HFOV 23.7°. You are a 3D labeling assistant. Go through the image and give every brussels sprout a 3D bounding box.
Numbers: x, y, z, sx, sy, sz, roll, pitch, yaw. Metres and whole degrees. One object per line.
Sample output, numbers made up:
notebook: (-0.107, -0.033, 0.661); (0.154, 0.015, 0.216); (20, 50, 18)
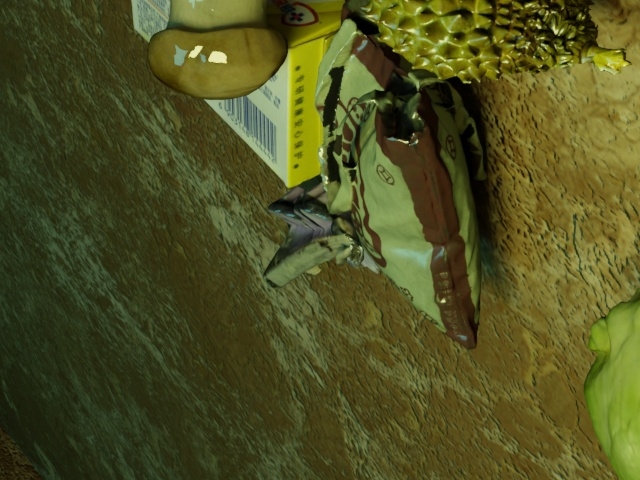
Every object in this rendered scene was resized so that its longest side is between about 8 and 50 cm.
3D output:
brussels sprout: (0.251, 0.106, 1.003); (0.183, 0.131, 0.145); (108, 151, -59)

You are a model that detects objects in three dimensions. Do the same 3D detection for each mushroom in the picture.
mushroom: (-0.086, -0.284, 1.188); (0.128, 0.128, 0.350); (167, 102, -65)

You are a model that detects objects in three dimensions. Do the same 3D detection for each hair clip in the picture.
hair clip: (0.000, 0.000, 1.393); (0.106, 0.084, 0.292); (45, 168, -6)

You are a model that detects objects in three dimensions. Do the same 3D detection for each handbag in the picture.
handbag: (0.062, -0.058, 1.192); (0.235, 0.127, 0.213); (72, 179, -45)

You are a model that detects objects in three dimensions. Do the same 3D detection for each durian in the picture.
durian: (0.111, -0.162, 0.972); (0.208, 0.146, 0.102); (41, 161, 29)

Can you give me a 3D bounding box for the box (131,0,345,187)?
box: (-0.062, -0.195, 1.338); (0.265, 0.097, 0.168); (45, 150, 33)
